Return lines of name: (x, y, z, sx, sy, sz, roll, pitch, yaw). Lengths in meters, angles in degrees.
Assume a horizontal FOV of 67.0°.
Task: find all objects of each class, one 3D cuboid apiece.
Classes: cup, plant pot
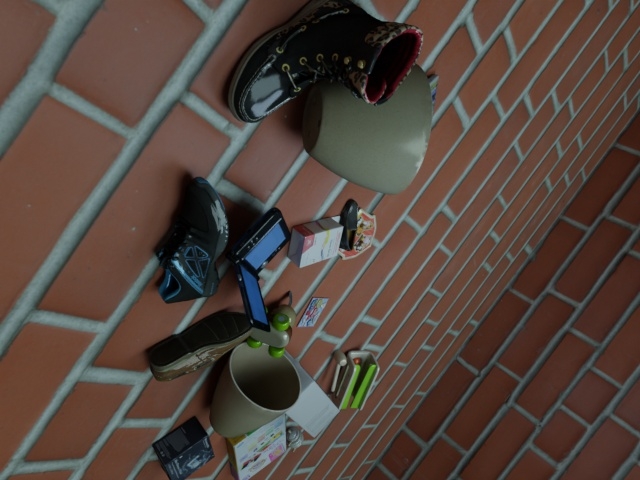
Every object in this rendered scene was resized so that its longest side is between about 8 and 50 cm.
cup: (0.089, -0.288, 1.202, 0.237, 0.331, 0.331, 3, 121, -19)
plant pot: (-0.242, 0.512, 1.565, 0.256, 0.256, 0.274, 3, 133, -49)

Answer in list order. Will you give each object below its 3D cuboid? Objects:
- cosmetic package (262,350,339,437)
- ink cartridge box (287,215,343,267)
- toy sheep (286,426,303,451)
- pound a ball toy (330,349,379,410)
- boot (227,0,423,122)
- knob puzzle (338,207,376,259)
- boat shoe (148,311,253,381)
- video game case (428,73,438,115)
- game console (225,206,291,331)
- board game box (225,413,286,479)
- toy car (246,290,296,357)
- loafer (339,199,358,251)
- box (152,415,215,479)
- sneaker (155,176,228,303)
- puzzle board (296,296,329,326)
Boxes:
cosmetic package: (-0.081, 0.572, 1.807, 0.155, 0.197, 0.365, -43, 142, -11)
ink cartridge box: (0.000, 0.000, 1.515, 0.198, 0.067, 0.115, -18, 131, -39)
toy sheep: (-0.118, 0.861, 2.107, 0.091, 0.091, 0.132, -37, 136, -20)
pound a ball toy: (0.115, 0.596, 2.129, 0.208, 0.136, 0.319, 5, 119, -21)
boot: (0.006, -0.362, 1.026, 0.377, 0.284, 0.138, -45, 144, -12)
knob puzzle: (0.139, -0.007, 1.695, 0.213, 0.030, 0.213, -29, 138, -30)
boat shoe: (-0.335, 0.301, 1.384, 0.307, 0.111, 0.104, -18, 137, -25)
video game case: (0.308, -0.389, 1.510, 0.212, 0.023, 0.193, -47, 148, -39)
game console: (-0.129, 0.087, 1.276, 0.250, 0.173, 0.293, -47, 169, -8)
board game box: (-0.251, 0.810, 1.933, 0.242, 0.064, 0.316, -26, 137, -32)
toy car: (-0.139, 0.248, 1.560, 0.188, 0.149, 0.155, -55, 162, -52)
loafer: (0.101, -0.047, 1.580, 0.062, 0.061, 0.170, -7, 114, -37)
box: (-0.448, 0.695, 1.595, 0.158, 0.093, 0.156, -30, 139, -30)
sneaker: (-0.307, 0.015, 1.142, 0.139, 0.125, 0.341, -16, 130, -37)
puzzle board: (-0.025, 0.263, 1.761, 0.096, 0.011, 0.128, 11, 112, -51)
